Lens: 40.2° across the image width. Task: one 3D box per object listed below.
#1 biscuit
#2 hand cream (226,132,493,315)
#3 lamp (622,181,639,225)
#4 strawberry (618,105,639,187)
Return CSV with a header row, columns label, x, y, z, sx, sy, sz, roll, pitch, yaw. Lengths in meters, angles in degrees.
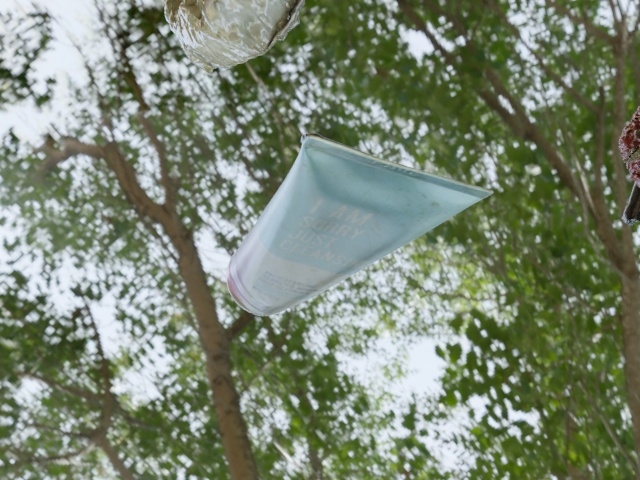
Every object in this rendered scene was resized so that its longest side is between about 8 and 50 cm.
label,x,y,z,sx,sy,sz,roll,pitch,yaw
biscuit,-0.035,-0.246,0.593,0.179,0.084,0.281,9,-102,61
hand cream,0.000,0.000,0.612,0.312,0.111,0.070,142,-37,-70
lamp,0.683,-0.079,1.422,0.374,0.205,0.272,15,-168,8
strawberry,0.440,-0.119,1.074,0.145,0.086,0.145,-8,-103,35
